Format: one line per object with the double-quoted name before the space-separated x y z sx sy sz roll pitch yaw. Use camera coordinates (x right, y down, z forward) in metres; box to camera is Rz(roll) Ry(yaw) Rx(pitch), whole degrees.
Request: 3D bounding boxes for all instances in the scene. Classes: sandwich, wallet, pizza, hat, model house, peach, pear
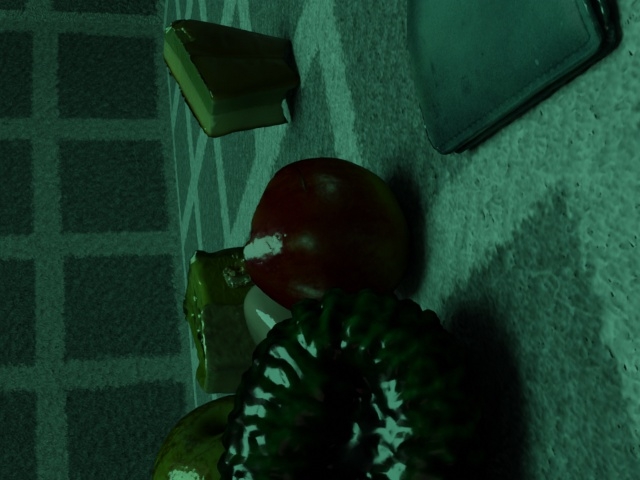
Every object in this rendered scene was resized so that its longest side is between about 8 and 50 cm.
"sandwich" -0.146 -0.293 1.422 0.220 0.186 0.108 57 150 30
"wallet" 0.130 -0.240 0.679 0.251 0.054 0.290 137 128 -71
"pizza" -0.029 0.002 1.171 0.199 0.188 0.062 -30 83 39
"hat" 0.046 0.186 0.821 0.332 0.242 0.274 23 -92 -82
"model house" -0.109 0.141 1.338 0.234 0.193 0.175 -112 27 -51
"peach" 0.000 0.000 0.928 0.190 0.192 0.190 -172 90 -68
"pear" -0.119 0.379 1.270 0.283 0.283 0.283 178 90 -75

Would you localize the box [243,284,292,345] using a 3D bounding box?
"box" -0.027 0.138 1.127 0.200 0.088 0.146 44 156 29
